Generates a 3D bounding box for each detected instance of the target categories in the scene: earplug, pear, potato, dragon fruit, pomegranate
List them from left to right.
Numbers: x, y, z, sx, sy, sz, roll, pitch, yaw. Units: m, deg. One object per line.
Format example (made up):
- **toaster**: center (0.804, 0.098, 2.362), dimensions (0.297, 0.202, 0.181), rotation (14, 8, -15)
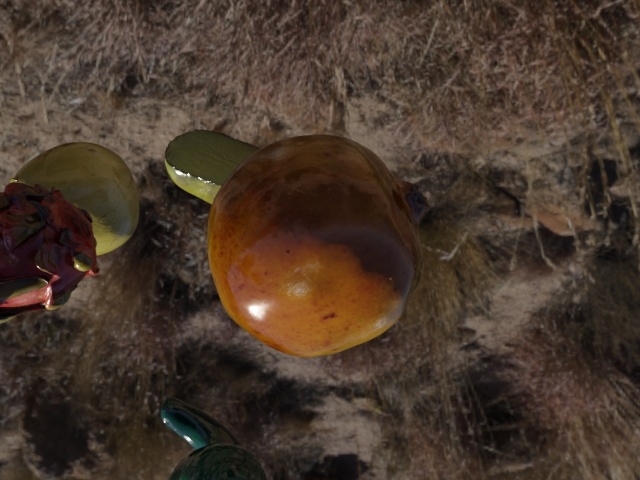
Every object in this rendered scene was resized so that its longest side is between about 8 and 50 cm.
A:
- **dragon fruit**: center (-0.522, 0.001, 1.025), dimensions (0.307, 0.243, 0.227), rotation (39, 175, -27)
- **pear**: center (-0.627, -0.103, 1.624), dimensions (0.310, 0.309, 0.309), rotation (-2, 156, -1)
- **earplug**: center (-0.163, 0.359, 0.991), dimensions (0.164, 0.257, 0.280), rotation (2, 155, -18)
- **potato**: center (-0.191, -0.124, 1.304), dimensions (0.272, 0.160, 0.111), rotation (16, 132, -10)
- **pomegranate**: center (0.000, 0.000, 0.735), dimensions (0.265, 0.264, 0.264), rotation (-2, 156, -1)
